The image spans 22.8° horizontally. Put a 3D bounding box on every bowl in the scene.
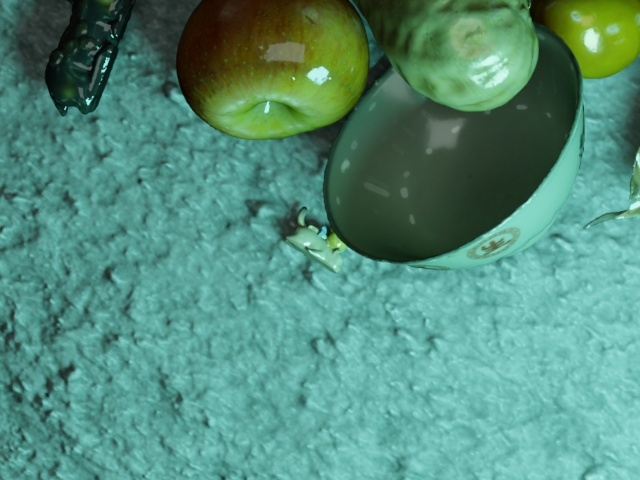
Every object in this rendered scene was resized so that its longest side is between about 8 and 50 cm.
[{"bbox_3d":[0.182,-0.079,1.832,0.337,0.337,0.157,-41,130,7],"label":"bowl"}]

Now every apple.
[{"bbox_3d":[-0.054,-0.217,1.835,0.235,0.210,0.173,-5,70,22],"label":"apple"}]

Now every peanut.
[{"bbox_3d":[0.125,-0.305,1.778,0.192,0.169,0.387,-49,47,28],"label":"peanut"}]

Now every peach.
[{"bbox_3d":[0.313,-0.252,1.843,0.138,0.138,0.138,0,95,4],"label":"peach"}]

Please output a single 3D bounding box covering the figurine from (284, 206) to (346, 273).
[{"bbox_3d":[0.000,0.000,1.938,0.083,0.047,0.050,33,86,-3],"label":"figurine"}]

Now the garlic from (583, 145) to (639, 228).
[{"bbox_3d":[0.446,-0.152,1.846,0.196,0.151,0.338,14,109,0],"label":"garlic"}]

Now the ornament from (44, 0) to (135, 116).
[{"bbox_3d":[-0.354,-0.274,1.925,0.236,0.080,0.202,21,93,0],"label":"ornament"}]
